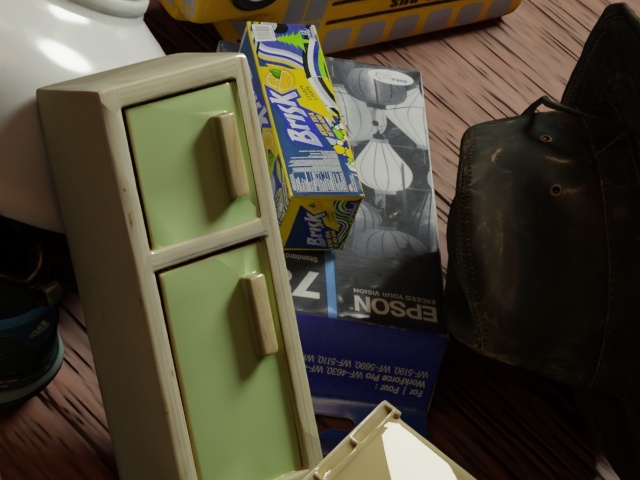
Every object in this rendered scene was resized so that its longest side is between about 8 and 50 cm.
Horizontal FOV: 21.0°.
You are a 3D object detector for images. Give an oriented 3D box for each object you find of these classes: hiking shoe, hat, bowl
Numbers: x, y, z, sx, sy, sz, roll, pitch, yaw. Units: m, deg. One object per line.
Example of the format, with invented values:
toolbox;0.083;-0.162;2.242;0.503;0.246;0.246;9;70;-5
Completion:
hiking shoe;-0.278;-0.026;1.104;0.304;0.132;0.113;34;48;12
hat;0.144;0.006;1.118;0.134;0.331;0.331;0;50;-9
bowl;-0.203;-0.132;1.132;0.298;0.134;0.298;28;15;-9

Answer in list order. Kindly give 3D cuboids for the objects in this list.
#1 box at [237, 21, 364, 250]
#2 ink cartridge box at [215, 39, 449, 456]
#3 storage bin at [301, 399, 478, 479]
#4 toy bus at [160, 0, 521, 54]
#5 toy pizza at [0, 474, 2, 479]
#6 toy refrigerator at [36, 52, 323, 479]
box;-0.019;-0.074;1.199;0.054;0.059;0.169;1;49;-18
ink cartridge box;0.000;0.000;1.225;0.165;0.065;0.333;8;49;-13
storage bin;0.050;0.269;0.966;0.262;0.123;0.260;38;49;14
toy bus;0.017;-0.226;1.381;0.332;0.130;0.108;-15;58;-29
toy pizza;-0.286;0.149;1.017;0.201;0.032;0.201;10;48;-11
toy refrigerator;-0.080;0.030;1.036;0.102;0.270;0.094;-18;14;-31
